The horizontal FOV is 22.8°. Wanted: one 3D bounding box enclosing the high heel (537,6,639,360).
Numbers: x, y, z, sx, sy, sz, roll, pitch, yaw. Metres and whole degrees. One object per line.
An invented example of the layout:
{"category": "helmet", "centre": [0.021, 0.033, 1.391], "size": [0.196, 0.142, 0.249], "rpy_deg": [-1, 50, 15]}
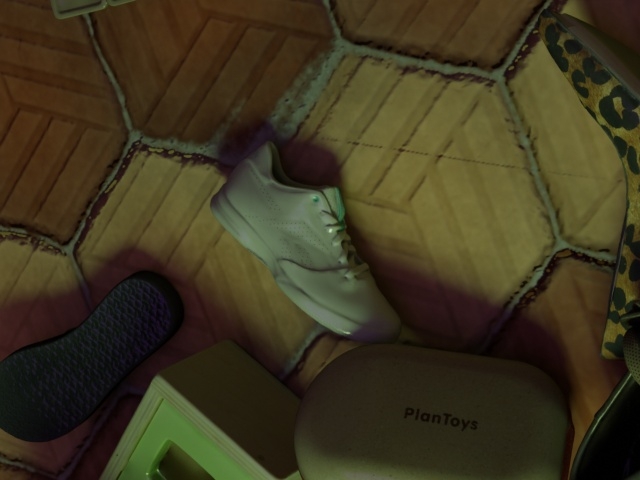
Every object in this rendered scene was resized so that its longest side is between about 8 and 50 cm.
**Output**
{"category": "high heel", "centre": [0.213, -0.035, 1.216], "size": [0.261, 0.093, 0.186], "rpy_deg": [47, 117, 4]}

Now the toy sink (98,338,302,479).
{"category": "toy sink", "centre": [-0.113, 0.237, 1.466], "size": [0.153, 0.131, 0.234], "rpy_deg": [40, 120, 17]}

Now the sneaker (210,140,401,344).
{"category": "sneaker", "centre": [0.000, 0.000, 1.375], "size": [0.212, 0.080, 0.094], "rpy_deg": [43, 108, 16]}

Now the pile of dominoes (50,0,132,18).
{"category": "pile of dominoes", "centre": [-0.163, -0.316, 1.423], "size": [0.251, 0.040, 0.196], "rpy_deg": [-10, 97, 25]}

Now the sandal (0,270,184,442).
{"category": "sandal", "centre": [-0.228, 0.119, 1.561], "size": [0.254, 0.054, 0.097], "rpy_deg": [-32, 92, 24]}

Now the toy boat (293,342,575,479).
{"category": "toy boat", "centre": [0.094, 0.180, 1.332], "size": [0.231, 0.151, 0.151], "rpy_deg": [8, 148, 12]}

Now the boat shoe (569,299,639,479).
{"category": "boat shoe", "centre": [0.283, 0.094, 1.137], "size": [0.132, 0.130, 0.355], "rpy_deg": [-108, 30, -51]}
